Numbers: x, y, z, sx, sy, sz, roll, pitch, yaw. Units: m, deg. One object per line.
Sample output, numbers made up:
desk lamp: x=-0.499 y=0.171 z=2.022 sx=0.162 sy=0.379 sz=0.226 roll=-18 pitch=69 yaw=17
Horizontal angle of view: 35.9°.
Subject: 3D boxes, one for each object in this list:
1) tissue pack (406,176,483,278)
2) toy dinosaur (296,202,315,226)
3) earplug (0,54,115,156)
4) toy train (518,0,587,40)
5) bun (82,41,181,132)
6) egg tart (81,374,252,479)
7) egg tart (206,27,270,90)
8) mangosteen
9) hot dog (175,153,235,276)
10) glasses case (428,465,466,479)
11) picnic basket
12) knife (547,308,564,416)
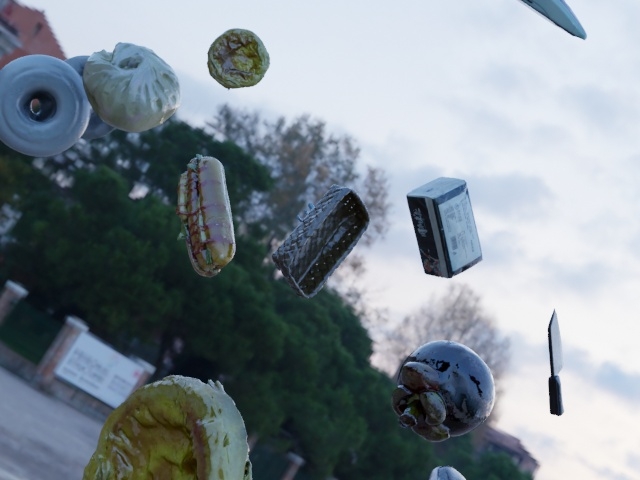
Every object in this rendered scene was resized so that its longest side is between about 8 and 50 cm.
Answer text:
tissue pack: x=0.235 y=-0.025 z=1.864 sx=0.090 sy=0.103 sz=0.170 roll=18 pitch=-52 yaw=52
toy dinosaur: x=-0.015 y=-0.028 z=2.342 sx=0.080 sy=0.045 sz=0.197 roll=34 pitch=29 yaw=-37
earplug: x=-0.564 y=-0.301 z=2.144 sx=0.175 sy=0.214 sz=0.325 roll=6 pitch=18 yaw=40
toy train: x=0.231 y=-0.325 z=1.194 sx=0.252 sy=0.048 sz=0.055 roll=41 pitch=18 yaw=20
bun: x=-0.370 y=-0.316 z=1.937 sx=0.193 sy=0.178 sz=0.128 roll=57 pitch=-26 yaw=13
egg tart: x=-0.163 y=0.298 z=1.114 sx=0.116 sy=0.295 sz=0.295 roll=25 pitch=-6 yaw=-40
egg tart: x=-0.166 y=-0.362 z=1.992 sx=0.130 sy=0.130 sz=0.052 roll=30 pitch=2 yaw=2
mangosteen: x=0.239 y=0.320 z=2.046 sx=0.211 sy=0.250 sz=0.211 roll=23 pitch=-56 yaw=39
hot dog: x=-0.206 y=-0.050 z=1.712 sx=0.076 sy=0.250 sz=0.104 roll=18 pitch=-43 yaw=-39
glasses case: x=0.212 y=0.476 z=1.546 sx=0.122 sy=0.075 sz=0.314 roll=57 pitch=19 yaw=-19
picnic basket: x=0.000 y=0.000 z=1.657 sx=0.055 sy=0.193 sz=0.110 roll=21 pitch=-26 yaw=41
knife: x=0.458 y=0.234 z=1.916 sx=0.028 sy=0.060 sz=0.230 roll=9 pitch=-60 yaw=36
